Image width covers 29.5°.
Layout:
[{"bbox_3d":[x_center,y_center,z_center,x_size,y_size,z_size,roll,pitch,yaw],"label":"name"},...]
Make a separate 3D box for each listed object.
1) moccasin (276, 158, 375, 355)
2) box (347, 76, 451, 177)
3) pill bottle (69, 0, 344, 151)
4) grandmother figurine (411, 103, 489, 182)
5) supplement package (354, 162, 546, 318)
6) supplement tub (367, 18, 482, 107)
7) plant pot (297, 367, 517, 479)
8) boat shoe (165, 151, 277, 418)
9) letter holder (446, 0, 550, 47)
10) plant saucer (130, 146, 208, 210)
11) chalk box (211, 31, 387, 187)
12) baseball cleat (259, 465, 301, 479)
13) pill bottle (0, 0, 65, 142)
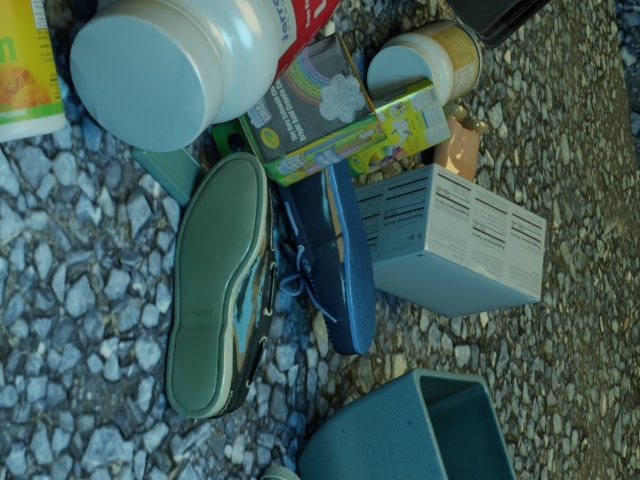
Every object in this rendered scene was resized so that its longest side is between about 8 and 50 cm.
[{"bbox_3d":[0.000,0.000,1.764,0.138,0.117,0.341,-12,92,-71],"label":"moccasin"},{"bbox_3d":[0.110,-0.178,1.941,0.043,0.179,0.105,-120,-173,-60],"label":"box"},{"bbox_3d":[-0.123,-0.286,1.472,0.407,0.229,0.229,-57,133,-46],"label":"pill bottle"},{"bbox_3d":[0.226,-0.063,2.169,0.208,0.104,0.342,25,65,-25],"label":"grandmother figurine"},{"bbox_3d":[0.192,0.009,1.922,0.262,0.204,0.145,24,64,-35],"label":"supplement package"},{"bbox_3d":[0.176,-0.289,2.056,0.200,0.144,0.144,-34,115,-55],"label":"supplement tub"},{"bbox_3d":[0.117,0.345,1.752,0.247,0.252,0.247,15,55,-57],"label":"plant pot"},{"bbox_3d":[-0.109,0.062,1.555,0.113,0.127,0.339,23,68,-57],"label":"boat shoe"},{"bbox_3d":[0.233,-0.483,2.060,0.152,0.214,0.301,-24,79,-44],"label":"letter holder"},{"bbox_3d":[-0.175,-0.083,1.567,0.192,0.018,0.067,50,46,-46],"label":"plant saucer"},{"bbox_3d":[-0.038,-0.162,1.632,0.132,0.213,0.132,42,25,-75],"label":"chalk box"},{"bbox_3d":[-0.080,0.358,1.641,0.206,0.072,0.109,31,47,-59],"label":"baseball cleat"},{"bbox_3d":[-0.340,-0.218,1.190,0.136,0.136,0.245,-24,107,-58],"label":"pill bottle"}]
